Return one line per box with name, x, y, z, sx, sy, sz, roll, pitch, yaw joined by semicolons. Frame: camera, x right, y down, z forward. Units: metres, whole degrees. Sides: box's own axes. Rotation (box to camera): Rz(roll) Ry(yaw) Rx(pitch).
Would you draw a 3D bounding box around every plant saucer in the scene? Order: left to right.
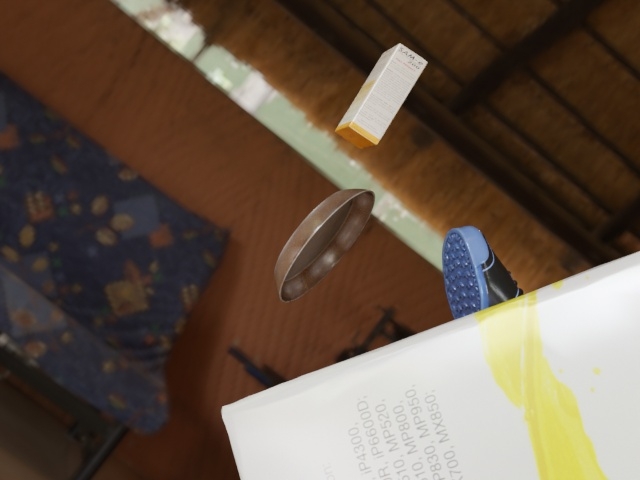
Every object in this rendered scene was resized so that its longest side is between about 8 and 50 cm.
plant saucer;0.000;0.000;1.392;0.029;0.168;0.168;41;-3;16

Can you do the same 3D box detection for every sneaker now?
sneaker;0.208;0.087;1.320;0.081;0.090;0.232;-1;-73;66

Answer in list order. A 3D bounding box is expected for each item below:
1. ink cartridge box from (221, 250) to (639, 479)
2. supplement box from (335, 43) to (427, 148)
ink cartridge box;0.175;0.109;0.656;0.279;0.385;0.160;35;34;-71
supplement box;0.060;-0.142;1.172;0.036;0.098;0.062;33;-6;-11
